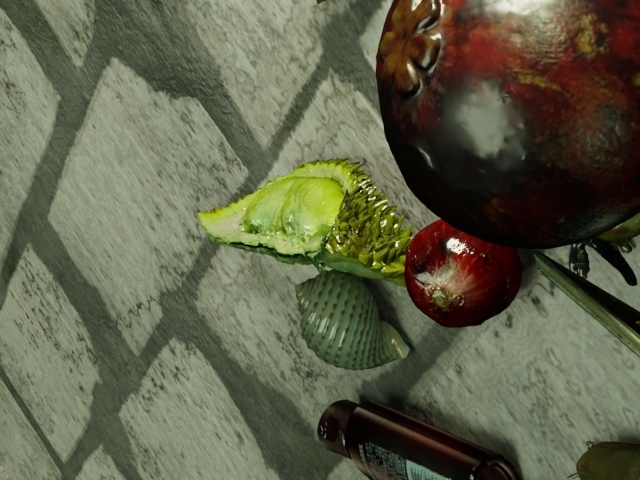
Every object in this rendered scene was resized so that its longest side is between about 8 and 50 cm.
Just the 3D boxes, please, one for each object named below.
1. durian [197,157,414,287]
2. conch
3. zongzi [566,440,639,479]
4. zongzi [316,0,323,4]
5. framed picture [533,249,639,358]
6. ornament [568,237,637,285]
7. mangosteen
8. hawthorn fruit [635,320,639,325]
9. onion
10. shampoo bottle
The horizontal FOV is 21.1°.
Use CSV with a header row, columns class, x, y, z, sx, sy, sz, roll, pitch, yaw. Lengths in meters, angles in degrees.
class,x,y,z,sx,sy,sz,roll,pitch,yaw
durian,0.000,0.000,2.041,0.352,0.169,0.158,12,127,58
conch,0.027,0.109,2.158,0.153,0.102,0.135,56,166,0
zongzi,0.357,0.295,1.833,0.178,0.081,0.189,56,158,-10
zongzi,0.027,-0.280,1.898,0.104,0.052,0.113,36,155,29
framed picture,0.322,0.106,1.529,0.231,0.018,0.293,30,-173,-18
ornament,0.248,-0.068,1.692,0.236,0.080,0.202,46,150,30
mangosteen,0.219,-0.138,1.522,0.306,0.359,0.306,-21,65,54
hawthorn fruit,0.360,0.036,1.474,0.179,0.200,0.179,50,151,40
onion,0.153,0.035,1.875,0.131,0.131,0.131,38,143,36
shampoo bottle,0.120,0.279,2.176,0.323,0.084,0.129,17,139,53
